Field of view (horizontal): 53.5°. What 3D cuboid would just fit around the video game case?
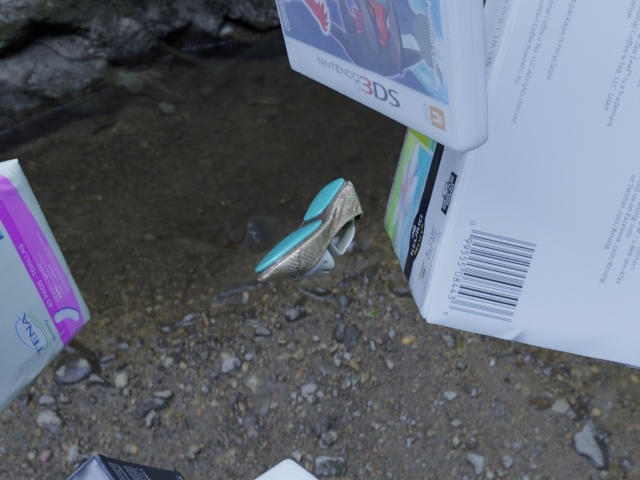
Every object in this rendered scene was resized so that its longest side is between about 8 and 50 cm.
[{"bbox_3d":[0.013,-0.163,0.331,0.023,0.201,0.183,-28,39,-19],"label":"video game case"}]

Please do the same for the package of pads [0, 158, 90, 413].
[{"bbox_3d":[-0.386,0.076,0.658,0.101,0.229,0.296,-7,25,19],"label":"package of pads"}]

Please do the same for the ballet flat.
[{"bbox_3d":[0.000,0.000,0.735,0.067,0.073,0.206,54,44,-14],"label":"ballet flat"}]

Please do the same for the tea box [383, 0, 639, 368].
[{"bbox_3d":[0.219,-0.105,0.641,0.220,0.329,0.323,13,16,-4],"label":"tea box"}]

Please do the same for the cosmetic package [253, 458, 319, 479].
[{"bbox_3d":[0.064,0.320,0.306,0.161,0.230,0.453,-23,17,-29],"label":"cosmetic package"}]

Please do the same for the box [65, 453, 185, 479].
[{"bbox_3d":[-0.242,0.526,0.962,0.179,0.312,0.343,-44,64,-8],"label":"box"}]
